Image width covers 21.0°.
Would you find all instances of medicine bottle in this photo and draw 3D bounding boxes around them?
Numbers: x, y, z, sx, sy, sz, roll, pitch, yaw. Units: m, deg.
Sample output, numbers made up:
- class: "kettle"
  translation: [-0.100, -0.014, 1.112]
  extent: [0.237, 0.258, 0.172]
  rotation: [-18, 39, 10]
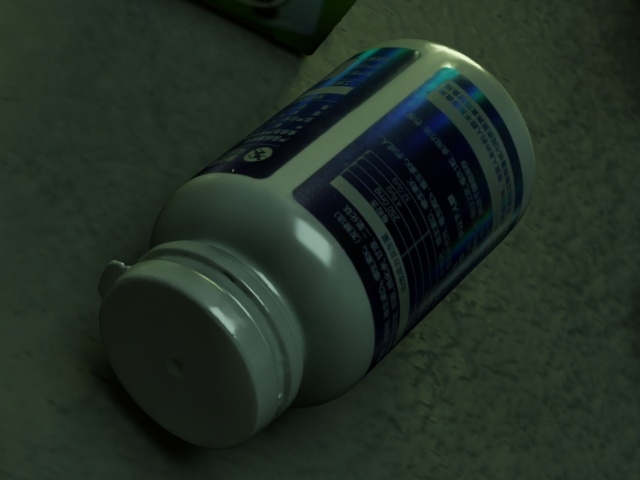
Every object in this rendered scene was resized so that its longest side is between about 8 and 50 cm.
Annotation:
- class: "medicine bottle"
  translation: [0.000, 0.000, 0.714]
  extent: [0.107, 0.107, 0.191]
  rotation: [47, 50, 2]

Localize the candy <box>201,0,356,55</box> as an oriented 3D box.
- class: "candy"
  translation: [-0.015, -0.193, 0.856]
  extent: [0.097, 0.062, 0.194]
  rotation: [25, 53, -17]
